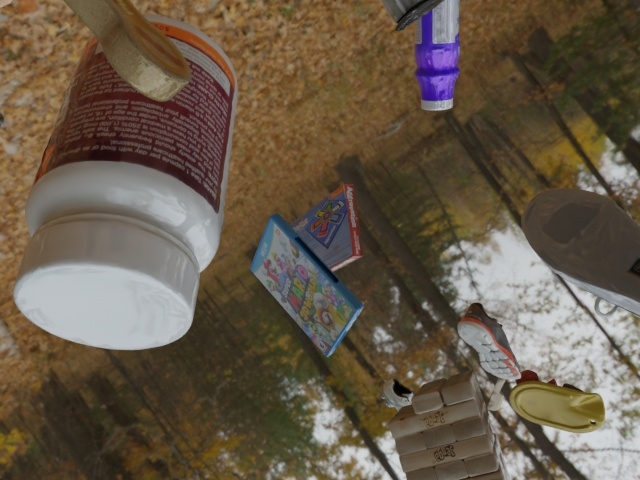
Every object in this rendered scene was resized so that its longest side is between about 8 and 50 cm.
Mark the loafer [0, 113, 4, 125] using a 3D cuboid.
[{"bbox_3d":[-0.774,-0.246,1.234,0.267,0.096,0.084,7,120,-49],"label":"loafer"}]

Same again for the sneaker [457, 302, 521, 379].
[{"bbox_3d":[0.273,0.155,0.973,0.061,0.158,0.065,-7,-138,44],"label":"sneaker"}]

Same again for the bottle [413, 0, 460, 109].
[{"bbox_3d":[0.233,-0.407,1.252,0.092,0.283,0.118,-1,-159,9],"label":"bottle"}]

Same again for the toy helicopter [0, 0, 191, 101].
[{"bbox_3d":[-0.248,-0.268,0.545,0.140,0.355,0.235,-39,-174,17],"label":"toy helicopter"}]

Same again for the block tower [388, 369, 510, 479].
[{"bbox_3d":[0.163,0.306,0.612,0.091,0.336,0.097,-20,170,15],"label":"block tower"}]

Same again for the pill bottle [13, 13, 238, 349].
[{"bbox_3d":[-0.230,-0.079,0.788,0.224,0.224,0.392,-38,-141,40],"label":"pill bottle"}]

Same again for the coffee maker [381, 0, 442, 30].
[{"bbox_3d":[0.123,-0.410,0.864,0.171,0.178,0.120,-38,-173,-24],"label":"coffee maker"}]

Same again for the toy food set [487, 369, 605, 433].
[{"bbox_3d":[0.456,0.307,1.258,0.071,0.217,0.128,-57,150,-44],"label":"toy food set"}]

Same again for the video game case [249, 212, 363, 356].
[{"bbox_3d":[-0.023,0.059,0.813,0.015,0.166,0.119,-29,157,-37],"label":"video game case"}]

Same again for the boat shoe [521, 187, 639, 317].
[{"bbox_3d":[0.452,0.053,0.881,0.136,0.367,0.156,-51,136,-4],"label":"boat shoe"}]

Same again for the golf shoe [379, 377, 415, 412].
[{"bbox_3d":[0.239,0.448,1.697,0.069,0.176,0.086,-36,159,-39],"label":"golf shoe"}]

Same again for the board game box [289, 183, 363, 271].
[{"bbox_3d":[0.000,0.000,1.298,0.027,0.145,0.281,0,164,-28],"label":"board game box"}]
